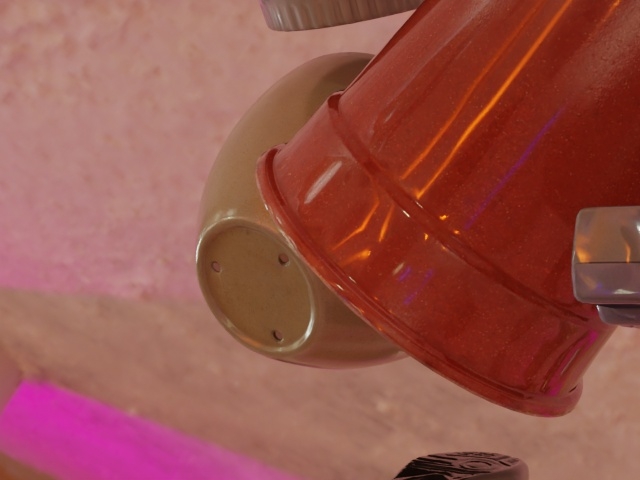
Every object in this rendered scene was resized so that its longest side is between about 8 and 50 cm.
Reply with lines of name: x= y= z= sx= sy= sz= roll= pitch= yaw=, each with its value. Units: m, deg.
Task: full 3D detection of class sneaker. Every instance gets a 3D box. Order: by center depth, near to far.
sneaker: x=0.093 y=0.241 z=1.048 sx=0.087 sy=0.130 sz=0.227 roll=4 pitch=-167 yaw=29

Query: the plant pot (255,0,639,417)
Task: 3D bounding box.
plant pot: x=0.143 y=-0.074 z=0.885 sx=0.272 sy=0.265 sz=0.272 roll=32 pitch=-159 yaw=-14

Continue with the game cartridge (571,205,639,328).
game cartridge: x=0.293 y=0.024 z=0.724 sx=0.230 sy=0.068 sz=0.355 roll=-6 pitch=171 yaw=30

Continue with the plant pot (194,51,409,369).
plant pot: x=0.000 y=0.000 z=1.184 sx=0.284 sy=0.191 sz=0.284 roll=19 pitch=125 yaw=30

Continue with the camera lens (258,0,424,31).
camera lens: x=0.021 y=-0.326 z=1.095 sx=0.219 sy=0.219 sz=0.274 roll=6 pitch=115 yaw=49
